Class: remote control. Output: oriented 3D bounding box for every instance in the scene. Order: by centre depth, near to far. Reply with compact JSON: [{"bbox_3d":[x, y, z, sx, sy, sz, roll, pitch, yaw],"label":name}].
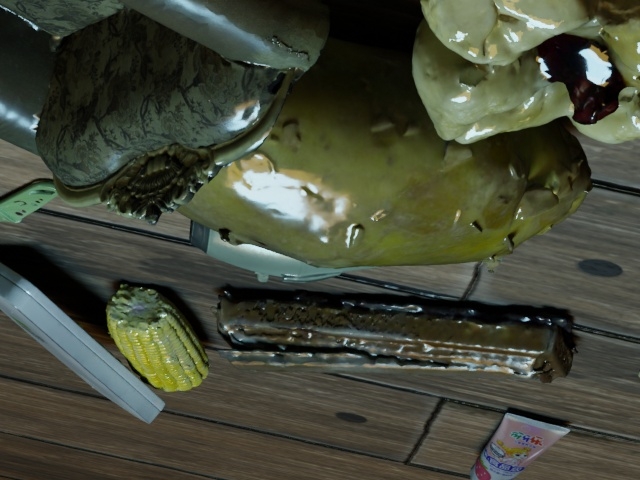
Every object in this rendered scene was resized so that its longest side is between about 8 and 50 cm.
[{"bbox_3d":[-0.243,0.094,1.615,0.103,0.034,0.250,26,165,41],"label":"remote control"}]

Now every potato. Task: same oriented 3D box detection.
[{"bbox_3d":[0.024,-0.051,1.039,0.296,0.141,0.191,8,178,-12],"label":"potato"}]

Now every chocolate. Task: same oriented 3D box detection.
[{"bbox_3d":[0.061,0.093,1.494,0.329,0.065,0.102,2,156,20],"label":"chocolate"}]

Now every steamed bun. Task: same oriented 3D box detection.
[{"bbox_3d":[0.126,-0.106,0.899,0.177,0.106,0.192,13,160,2],"label":"steamed bun"}]

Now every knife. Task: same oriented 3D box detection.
[{"bbox_3d":[-0.271,-0.022,1.448,0.030,0.014,0.207,26,154,-28],"label":"knife"}]

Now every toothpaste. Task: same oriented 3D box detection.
[{"bbox_3d":[0.201,0.222,1.783,0.067,0.043,0.194,16,153,-3],"label":"toothpaste"}]

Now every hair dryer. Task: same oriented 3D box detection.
[{"bbox_3d":[0.033,-0.001,1.293,0.229,0.092,0.267,1,171,11],"label":"hair dryer"}]

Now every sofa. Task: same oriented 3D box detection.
[{"bbox_3d":[-0.143,-0.128,0.881,0.200,0.182,0.258,29,153,-35],"label":"sofa"}]

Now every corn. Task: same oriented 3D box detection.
[{"bbox_3d":[-0.157,0.095,1.621,0.085,0.063,0.165,30,164,22],"label":"corn"}]

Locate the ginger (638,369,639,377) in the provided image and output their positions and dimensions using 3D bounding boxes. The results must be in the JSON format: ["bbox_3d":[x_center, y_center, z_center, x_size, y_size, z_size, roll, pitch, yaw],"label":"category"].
[{"bbox_3d":[0.353,0.101,1.354,0.089,0.075,0.288,23,159,-19],"label":"ginger"}]
